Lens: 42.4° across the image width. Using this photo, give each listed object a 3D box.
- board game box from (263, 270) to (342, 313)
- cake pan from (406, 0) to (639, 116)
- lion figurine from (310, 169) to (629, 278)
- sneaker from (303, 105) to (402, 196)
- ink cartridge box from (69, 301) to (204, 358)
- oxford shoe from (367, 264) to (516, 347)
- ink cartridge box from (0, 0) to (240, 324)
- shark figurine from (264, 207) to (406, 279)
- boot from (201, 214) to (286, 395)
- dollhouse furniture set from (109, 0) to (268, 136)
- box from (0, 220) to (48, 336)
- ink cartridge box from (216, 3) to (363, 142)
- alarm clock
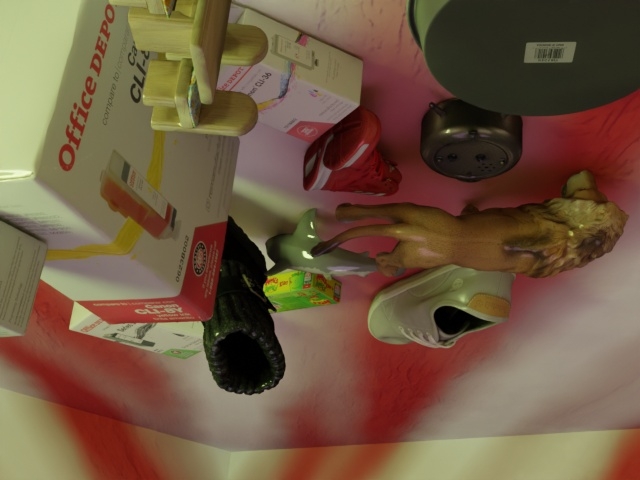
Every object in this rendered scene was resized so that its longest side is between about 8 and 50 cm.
[{"bbox_3d":[-0.059,0.102,1.637,0.181,0.043,0.092,-12,151,35],"label":"board game box"},{"bbox_3d":[0.234,-0.218,0.848,0.293,0.054,0.293,5,156,2],"label":"cake pan"},{"bbox_3d":[0.206,-0.004,1.133,0.392,0.142,0.240,-9,-176,-24],"label":"lion figurine"},{"bbox_3d":[0.065,-0.117,1.102,0.128,0.087,0.221,5,169,-19],"label":"sneaker"},{"bbox_3d":[-0.360,0.149,1.725,0.273,0.115,0.198,19,153,-27],"label":"ink cartridge box"},{"bbox_3d":[0.213,0.146,1.573,0.169,0.130,0.449,13,156,-20],"label":"oxford shoe"},{"bbox_3d":[-0.252,-0.095,0.957,0.160,0.279,0.385,-2,155,19],"label":"ink cartridge box"},{"bbox_3d":[0.016,0.005,1.349,0.278,0.116,0.166,6,-169,20],"label":"shark figurine"},{"bbox_3d":[-0.181,0.059,1.254,0.131,0.260,0.348,-34,128,20],"label":"boot"},{"bbox_3d":[-0.055,-0.229,0.661,0.161,0.242,0.212,5,156,1],"label":"dollhouse furniture set"},{"bbox_3d":[-0.346,0.038,0.816,0.101,0.102,0.087,-7,154,30],"label":"box"},{"bbox_3d":[-0.064,-0.193,0.955,0.198,0.067,0.115,19,153,-25],"label":"ink cartridge box"},{"bbox_3d":[0.196,-0.118,1.075,0.129,0.064,0.192,2,159,9],"label":"alarm clock"}]
